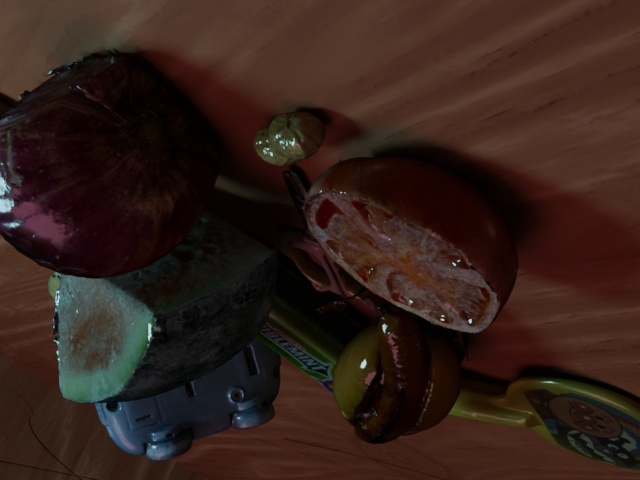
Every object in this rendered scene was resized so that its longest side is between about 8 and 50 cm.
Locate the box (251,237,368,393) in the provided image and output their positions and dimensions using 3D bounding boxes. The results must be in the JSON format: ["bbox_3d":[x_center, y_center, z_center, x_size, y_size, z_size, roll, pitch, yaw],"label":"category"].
[{"bbox_3d":[-0.011,0.130,1.790,0.345,0.097,0.134,39,155,-25],"label":"box"}]

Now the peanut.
[{"bbox_3d":[-0.033,-0.103,1.316,0.054,0.054,0.113,36,160,-19],"label":"peanut"}]

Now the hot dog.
[{"bbox_3d":[0.083,0.168,1.608,0.194,0.107,0.326,6,146,12],"label":"hot dog"}]

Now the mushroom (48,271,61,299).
[{"bbox_3d":[-0.389,0.099,2.197,0.154,0.122,0.154,25,153,14],"label":"mushroom"}]

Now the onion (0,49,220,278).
[{"bbox_3d":[-0.255,-0.071,1.442,0.256,0.230,0.272,32,153,-10],"label":"onion"}]

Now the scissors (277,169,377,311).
[{"bbox_3d":[0.000,0.000,1.561,0.160,0.024,0.317,20,159,24],"label":"scissors"}]

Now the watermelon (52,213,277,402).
[{"bbox_3d":[-0.214,0.059,1.602,0.387,0.228,0.258,-39,73,57],"label":"watermelon"}]

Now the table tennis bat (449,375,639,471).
[{"bbox_3d":[0.294,0.227,1.685,0.369,0.054,0.224,8,151,37],"label":"table tennis bat"}]

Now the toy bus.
[{"bbox_3d":[-0.216,0.199,1.989,0.232,0.294,0.197,7,114,68],"label":"toy bus"}]

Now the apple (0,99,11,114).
[{"bbox_3d":[-0.439,-0.150,1.709,0.084,0.084,0.071,27,169,5],"label":"apple"}]

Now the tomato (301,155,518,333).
[{"bbox_3d":[0.102,-0.009,1.298,0.237,0.095,0.237,29,160,11],"label":"tomato"}]
